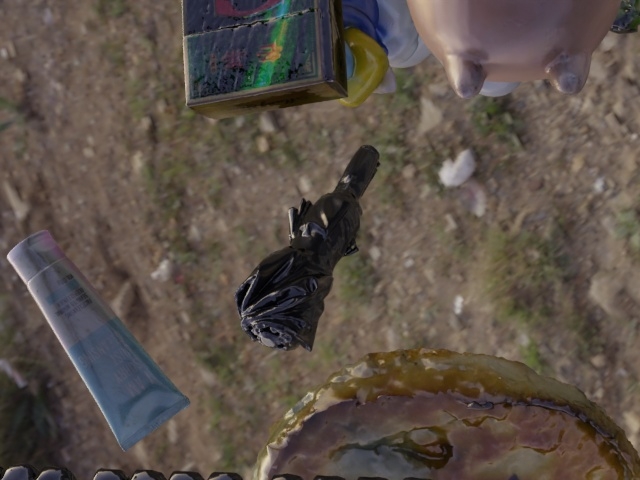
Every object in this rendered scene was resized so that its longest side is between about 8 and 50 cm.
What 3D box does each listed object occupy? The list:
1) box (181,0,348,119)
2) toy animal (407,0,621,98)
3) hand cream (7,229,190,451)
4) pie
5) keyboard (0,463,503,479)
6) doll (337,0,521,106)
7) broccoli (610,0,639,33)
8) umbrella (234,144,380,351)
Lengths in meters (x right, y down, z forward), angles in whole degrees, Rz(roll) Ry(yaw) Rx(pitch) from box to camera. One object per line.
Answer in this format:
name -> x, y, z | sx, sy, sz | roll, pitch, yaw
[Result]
box -> -0.056, -0.251, 1.274 | 0.159, 0.071, 0.240 | -7, 80, 20
toy animal -> 0.121, -0.216, 0.777 | 0.166, 0.154, 0.250 | -2, 125, 0
hand cream -> -0.312, 0.130, 1.752 | 0.312, 0.111, 0.070 | 52, 163, 7
pie -> 0.091, 0.211, 1.006 | 0.315, 0.092, 0.315 | 0, 116, 1
keyboard -> -0.072, 0.106, 0.431 | 0.317, 0.027, 0.106 | -2, 139, 24
doll -> 0.034, -0.292, 1.470 | 0.376, 0.365, 0.187 | 27, 115, 22
broccoli -> 0.300, -0.282, 1.284 | 0.167, 0.154, 0.160 | 19, 119, 44
umbrella -> 0.000, 0.000, 1.655 | 0.118, 0.340, 0.118 | 20, 144, 15
